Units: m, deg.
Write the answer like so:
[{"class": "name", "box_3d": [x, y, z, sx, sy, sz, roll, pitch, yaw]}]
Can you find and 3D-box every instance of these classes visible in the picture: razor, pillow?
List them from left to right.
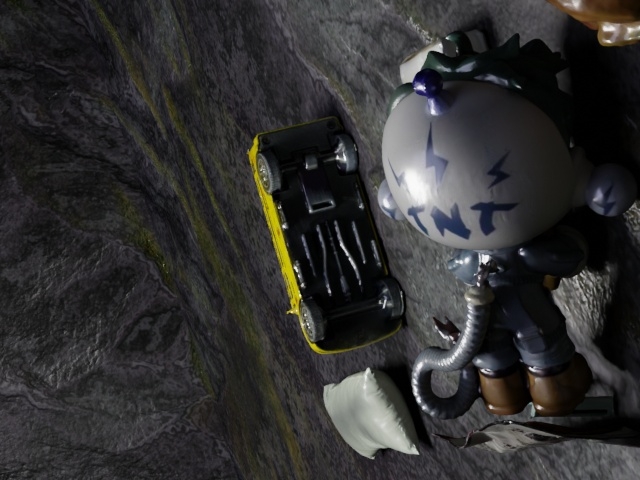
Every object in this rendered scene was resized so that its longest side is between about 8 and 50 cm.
[{"class": "pillow", "box_3d": [0.079, 0.268, 1.977, 0.144, 0.078, 0.254, 63, 162, 4]}, {"class": "razor", "box_3d": [0.246, 0.173, 1.429, 0.211, 0.084, 0.036, 151, 120, -82]}]

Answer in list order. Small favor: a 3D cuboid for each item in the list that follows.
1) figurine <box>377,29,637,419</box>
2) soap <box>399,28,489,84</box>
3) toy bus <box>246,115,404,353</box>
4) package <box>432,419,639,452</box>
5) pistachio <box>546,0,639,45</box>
[{"class": "figurine", "box_3d": [0.179, -0.017, 1.251, 0.186, 0.261, 0.382, -67, -37, -56]}, {"class": "soap", "box_3d": [0.154, -0.128, 1.431, 0.121, 0.063, 0.183, 166, 88, -71]}, {"class": "toy bus", "box_3d": [0.000, 0.000, 1.877, 0.152, 0.144, 0.330, 144, 111, -71]}, {"class": "package", "box_3d": [0.224, 0.205, 1.360, 0.239, 0.154, 0.030, 143, 130, -70]}, {"class": "pistachio", "box_3d": [0.220, -0.239, 1.038, 0.165, 0.130, 0.210, 92, 164, -49]}]
